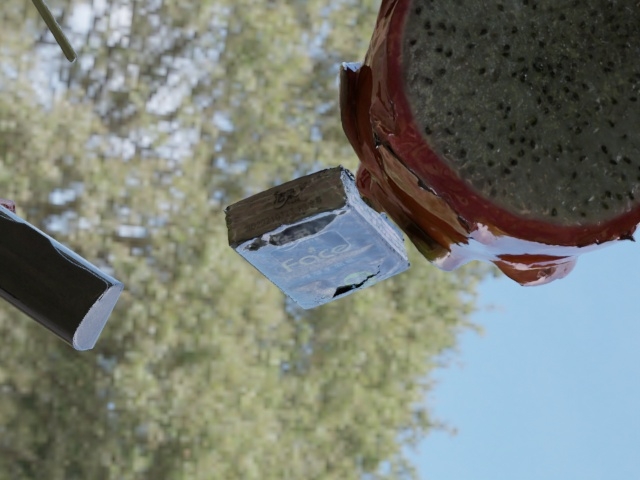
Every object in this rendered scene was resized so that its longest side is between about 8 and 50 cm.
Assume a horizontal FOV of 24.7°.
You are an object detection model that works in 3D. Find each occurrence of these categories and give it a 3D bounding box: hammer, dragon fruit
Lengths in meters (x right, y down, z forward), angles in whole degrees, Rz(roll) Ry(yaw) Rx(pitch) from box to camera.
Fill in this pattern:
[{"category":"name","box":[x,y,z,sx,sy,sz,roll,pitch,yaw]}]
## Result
[{"category":"hammer","box":[-0.330,-0.288,1.671,0.195,0.028,0.060,59,-3,-21]},{"category":"dragon fruit","box":[0.154,-0.108,1.220,0.226,0.306,0.305,129,-39,-75]}]

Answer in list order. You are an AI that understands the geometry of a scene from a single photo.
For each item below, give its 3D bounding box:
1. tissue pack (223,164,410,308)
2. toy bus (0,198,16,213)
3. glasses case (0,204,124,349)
[{"category":"tissue pack","box":[0.000,0.000,1.913,0.173,0.235,0.073,-20,-119,15]},{"category":"toy bus","box":[-0.516,-0.052,2.228,0.043,0.110,0.031,-6,-96,31]},{"category":"glasses case","box":[-0.266,0.024,1.312,0.191,0.042,0.072,30,-86,26]}]
